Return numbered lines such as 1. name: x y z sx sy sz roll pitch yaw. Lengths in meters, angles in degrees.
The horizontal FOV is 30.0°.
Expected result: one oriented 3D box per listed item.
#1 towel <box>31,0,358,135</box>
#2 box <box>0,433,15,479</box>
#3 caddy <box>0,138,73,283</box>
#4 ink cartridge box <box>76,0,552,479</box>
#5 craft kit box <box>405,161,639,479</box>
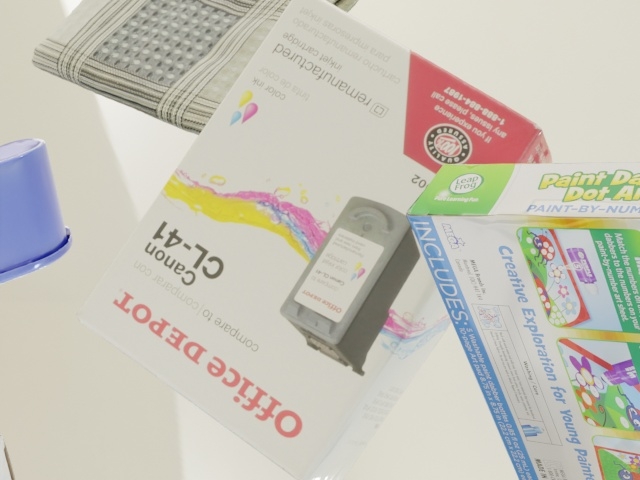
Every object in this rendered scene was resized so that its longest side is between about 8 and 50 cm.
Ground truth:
1. towel: -0.133 -0.274 1.391 0.312 0.324 0.056 24 -28 33
2. box: -0.321 0.252 0.855 0.231 0.127 0.262 9 -60 26
3. caddy: -0.444 -0.004 1.340 0.241 0.341 0.179 9 -68 40
4. ink cartridge box: 0.000 0.000 0.911 0.226 0.306 0.131 33 -4 17
5. craft kit box: 0.200 0.068 0.670 0.246 0.061 0.250 5 -48 40
